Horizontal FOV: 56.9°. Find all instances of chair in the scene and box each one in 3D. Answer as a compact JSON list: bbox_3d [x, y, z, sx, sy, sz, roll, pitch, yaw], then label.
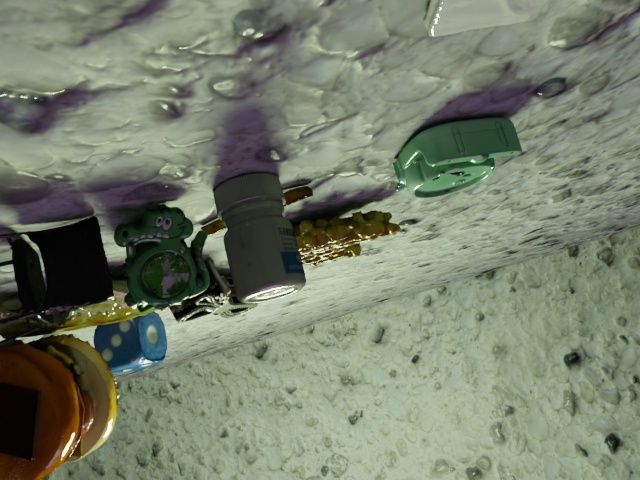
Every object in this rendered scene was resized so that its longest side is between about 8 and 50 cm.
[{"bbox_3d":[-0.404,0.059,0.827,0.221,0.140,0.145,-15,167,-15],"label":"chair"}]

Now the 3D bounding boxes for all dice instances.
[{"bbox_3d":[-0.496,0.267,1.551,0.146,0.147,0.143,-18,165,12],"label":"dice"}]

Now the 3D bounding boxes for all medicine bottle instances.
[{"bbox_3d":[-0.087,-0.002,0.848,0.105,0.168,0.105,-15,167,-4],"label":"medicine bottle"}]

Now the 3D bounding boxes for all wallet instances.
[{"bbox_3d":[0.161,-0.231,0.483,0.124,0.032,0.183,-11,167,-9],"label":"wallet"}]

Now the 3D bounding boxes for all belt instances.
[{"bbox_3d":[-0.234,0.121,1.333,0.126,0.094,0.359,-33,167,4],"label":"belt"}]

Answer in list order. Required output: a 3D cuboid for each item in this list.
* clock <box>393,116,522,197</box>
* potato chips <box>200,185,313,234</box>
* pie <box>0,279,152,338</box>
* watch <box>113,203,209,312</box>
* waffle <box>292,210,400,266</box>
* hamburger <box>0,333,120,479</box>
[{"bbox_3d":[0.196,-0.117,0.918,0.159,0.066,0.211,-10,167,-18],"label":"clock"},{"bbox_3d":[-0.109,-0.047,0.954,0.203,0.026,0.037,-21,179,18],"label":"potato chips"},{"bbox_3d":[-0.474,0.139,1.195,0.337,0.075,0.337,-11,168,-2],"label":"pie"},{"bbox_3d":[-0.246,0.025,0.905,0.131,0.165,0.152,-11,-169,-23],"label":"watch"},{"bbox_3d":[0.000,0.000,1.189,0.259,0.069,0.293,-7,168,-21],"label":"waffle"},{"bbox_3d":[-0.553,0.324,1.170,0.290,0.291,0.225,-18,179,14],"label":"hamburger"}]
